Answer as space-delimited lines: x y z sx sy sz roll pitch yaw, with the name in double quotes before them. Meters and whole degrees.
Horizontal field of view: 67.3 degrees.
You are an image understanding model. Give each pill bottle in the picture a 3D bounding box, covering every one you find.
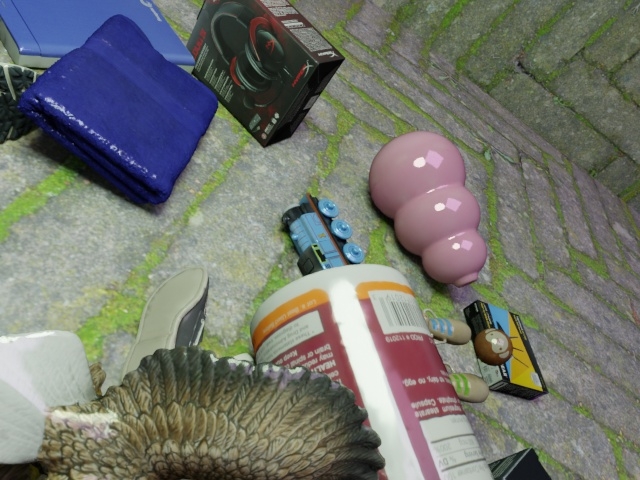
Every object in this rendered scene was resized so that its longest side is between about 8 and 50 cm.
"pill bottle" 0.064 0.244 0.544 0.224 0.224 0.392 8 50 -35

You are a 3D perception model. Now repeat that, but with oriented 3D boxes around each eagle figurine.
"eagle figurine" -0.120 0.194 0.377 0.298 0.226 0.225 15 10 24

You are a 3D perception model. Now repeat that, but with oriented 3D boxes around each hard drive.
"hard drive" -0.417 -0.393 0.878 0.319 0.040 0.210 -19 67 -48

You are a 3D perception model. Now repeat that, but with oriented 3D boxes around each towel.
"towel" -0.295 -0.209 0.760 0.228 0.076 0.308 39 34 -25

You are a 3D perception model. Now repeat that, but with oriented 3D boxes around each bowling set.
"bowling set" 0.166 0.170 0.729 0.154 0.200 0.287 16 41 -27

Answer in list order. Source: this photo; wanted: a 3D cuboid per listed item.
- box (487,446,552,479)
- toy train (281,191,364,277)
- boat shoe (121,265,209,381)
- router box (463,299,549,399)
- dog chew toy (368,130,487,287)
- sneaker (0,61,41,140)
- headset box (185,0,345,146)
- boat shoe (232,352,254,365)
"box" 0.241 0.380 0.616 0.093 0.158 0.156 -10 61 -45
"toy train" 0.000 0.000 0.836 0.105 0.080 0.184 -9 61 -38
"boat shoe" -0.183 0.115 0.604 0.206 0.075 0.064 -82 159 -52
"router box" 0.369 0.218 0.966 0.133 0.046 0.178 20 43 -25
"dog chew toy" 0.234 -0.061 1.001 0.207 0.207 0.331 -5 65 -43
"sneaker" -0.481 -0.189 0.586 0.122 0.110 0.283 37 33 13
"headset box" -0.132 -0.372 0.958 0.293 0.218 0.110 47 39 5
"boat shoe" -0.132 0.198 0.541 0.063 0.066 0.184 42 37 14
